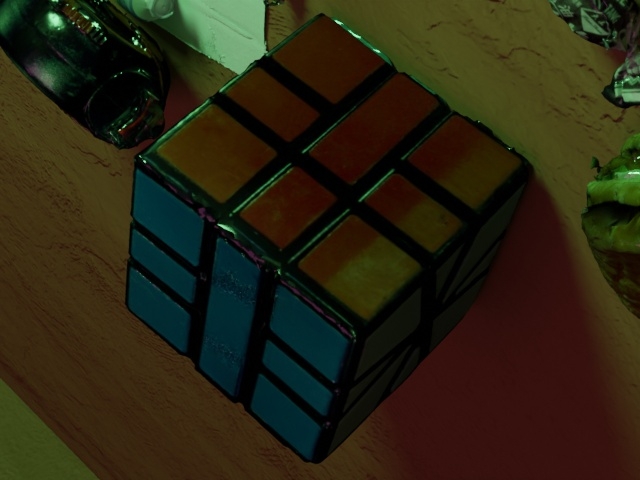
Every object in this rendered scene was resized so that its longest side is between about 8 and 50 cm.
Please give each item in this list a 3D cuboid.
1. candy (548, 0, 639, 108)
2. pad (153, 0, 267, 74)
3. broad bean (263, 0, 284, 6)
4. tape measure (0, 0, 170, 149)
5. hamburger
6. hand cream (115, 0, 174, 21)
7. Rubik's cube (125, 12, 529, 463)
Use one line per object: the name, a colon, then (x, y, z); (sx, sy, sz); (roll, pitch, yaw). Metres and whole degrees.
candy: (0.210, -0.202, 1.108); (0.226, 0.051, 0.094); (53, 160, -5)
pad: (-0.146, -0.271, 1.518); (0.232, 0.004, 0.156); (33, 147, 24)
broad bean: (-0.146, -0.349, 1.385); (0.292, 0.049, 0.144); (34, 148, 22)
tape measure: (-0.264, -0.213, 1.560); (0.223, 0.135, 0.202); (43, -171, -16)
hamburger: (0.304, 0.010, 1.153); (0.183, 0.130, 0.206); (19, 141, 44)
hand cream: (-0.213, -0.284, 1.543); (0.142, 0.053, 0.084); (35, 149, 41)
Rubik's cube: (0.000, 0.000, 1.370); (0.283, 0.293, 0.288); (40, 151, 17)
